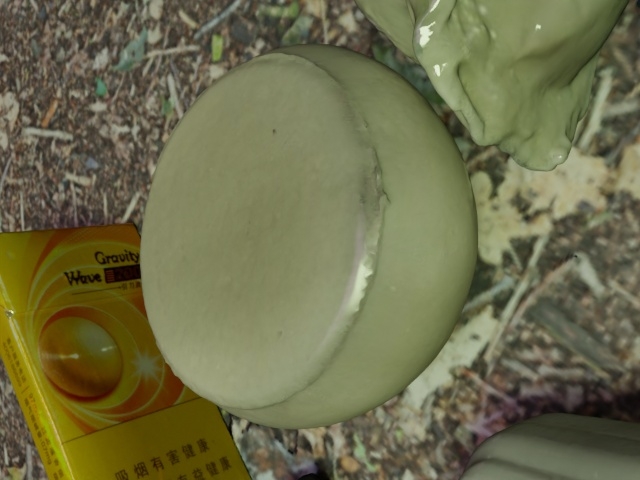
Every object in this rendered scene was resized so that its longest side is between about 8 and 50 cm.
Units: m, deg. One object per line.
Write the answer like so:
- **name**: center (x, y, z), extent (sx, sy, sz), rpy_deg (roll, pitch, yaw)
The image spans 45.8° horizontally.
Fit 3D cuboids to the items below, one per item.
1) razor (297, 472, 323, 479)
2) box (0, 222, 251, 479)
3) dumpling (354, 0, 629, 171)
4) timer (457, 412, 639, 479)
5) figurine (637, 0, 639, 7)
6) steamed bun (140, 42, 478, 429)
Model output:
- **razor**: center (0.010, 0.249, 0.547), extent (0.148, 0.054, 0.090), rpy_deg (50, 120, 21)
- **box**: center (-0.165, 0.111, 0.605), extent (0.043, 0.152, 0.269), rpy_deg (-39, 71, 32)
- **dumpling**: center (0.073, -0.163, 0.383), extent (0.147, 0.193, 0.257), rpy_deg (-14, 79, 34)
- **timer**: center (0.160, 0.218, 0.354), extent (0.237, 0.087, 0.261), rpy_deg (-17, 89, 65)
- **figurine**: center (0.196, -0.153, 0.332), extent (0.114, 0.144, 0.178), rpy_deg (1, 83, 27)
- **steamed bun**: center (0.000, 0.000, 0.479), extent (0.232, 0.145, 0.231), rpy_deg (-11, 75, 43)
